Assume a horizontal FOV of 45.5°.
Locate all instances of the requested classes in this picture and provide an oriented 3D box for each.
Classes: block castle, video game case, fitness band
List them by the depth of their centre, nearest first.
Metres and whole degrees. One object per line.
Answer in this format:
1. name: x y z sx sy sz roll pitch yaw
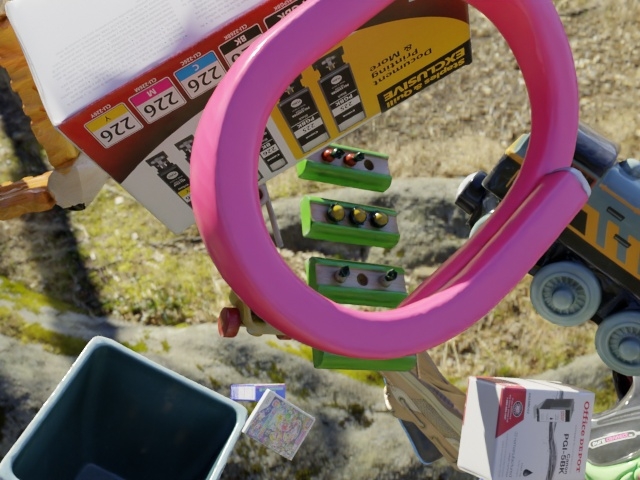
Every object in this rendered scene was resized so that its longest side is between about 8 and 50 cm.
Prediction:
1. fitness band: 0.058 -0.059 0.461 0.291 0.209 0.054 -43 16 -24
2. block castle: -0.475 -0.154 0.880 0.454 0.303 0.212 -14 28 8
3. video game case: -0.074 0.334 1.380 0.087 0.122 0.011 -58 30 -11

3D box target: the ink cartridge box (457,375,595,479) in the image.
1. ink cartridge box: 0.219 0.199 0.804 0.135 0.099 0.056 9 -3 -29

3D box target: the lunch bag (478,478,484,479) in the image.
1. lunch bag: 0.309 0.493 1.322 0.129 0.096 0.151 14 12 28

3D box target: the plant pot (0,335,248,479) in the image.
1. plant pot: -0.287 0.339 1.077 0.248 0.252 0.247 27 42 -2

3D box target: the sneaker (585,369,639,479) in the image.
1. sneaker: 0.601 0.240 1.270 0.483 0.185 0.202 -26 49 -24

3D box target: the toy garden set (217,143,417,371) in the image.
1. toy garden set: 0.000 0.000 0.746 0.204 0.049 0.244 7 64 -29

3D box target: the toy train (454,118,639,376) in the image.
1. toy train: 0.315 0.002 0.854 0.334 0.190 0.142 39 31 11

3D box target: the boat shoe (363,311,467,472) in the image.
1. boat shoe: 0.163 0.270 1.336 0.341 0.110 0.121 45 21 2

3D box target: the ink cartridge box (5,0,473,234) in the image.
1. ink cartridge box: -0.038 -0.151 0.640 0.310 0.272 0.130 -30 66 2

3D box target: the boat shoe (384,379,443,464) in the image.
1. boat shoe: 0.221 0.385 1.744 0.089 0.258 0.109 -24 22 10

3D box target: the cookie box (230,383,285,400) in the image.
1. cookie box: -0.153 0.371 1.866 0.107 0.092 0.040 -12 76 48
